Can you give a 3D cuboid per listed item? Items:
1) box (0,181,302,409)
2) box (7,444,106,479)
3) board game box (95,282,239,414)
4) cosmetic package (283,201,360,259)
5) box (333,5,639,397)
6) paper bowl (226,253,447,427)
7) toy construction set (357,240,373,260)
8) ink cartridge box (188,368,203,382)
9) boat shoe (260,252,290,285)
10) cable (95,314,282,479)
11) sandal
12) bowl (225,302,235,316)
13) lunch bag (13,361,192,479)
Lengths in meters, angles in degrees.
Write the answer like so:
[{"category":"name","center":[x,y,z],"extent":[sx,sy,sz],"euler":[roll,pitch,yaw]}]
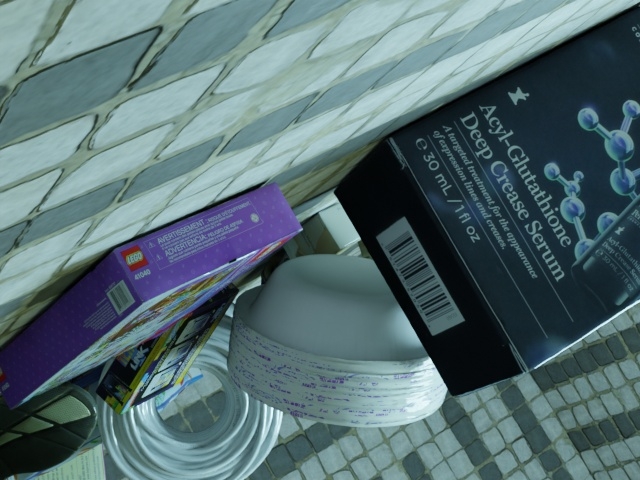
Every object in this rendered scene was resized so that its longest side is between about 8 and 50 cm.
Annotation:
[{"category":"box","center":[-0.174,0.056,1.234],"extent":[0.201,0.057,0.293],"euler":[-25,173,-43]},{"category":"box","center":[-0.485,0.410,2.179],"extent":[0.242,0.117,0.213],"euler":[-5,170,-11]},{"category":"board game box","center":[-0.191,0.125,1.610],"extent":[0.170,0.048,0.141],"euler":[-56,166,25]},{"category":"cosmetic package","center":[0.000,0.000,1.732],"extent":[0.041,0.060,0.115],"euler":[-27,173,-35]},{"category":"box","center":[0.272,-0.046,1.508],"extent":[0.395,0.294,0.212],"euler":[-29,176,-22]},{"category":"paper bowl","center":[0.028,0.112,1.623],"extent":[0.284,0.148,0.284],"euler":[7,-162,-2]},{"category":"toy construction set","center":[0.189,-0.003,2.105],"extent":[0.327,0.151,0.215],"euler":[-28,139,-9]},{"category":"ink cartridge box","center":[-0.335,0.268,2.312],"extent":[0.203,0.086,0.148],"euler":[-32,175,16]},{"category":"boat shoe","center":[-0.043,0.062,1.921],"extent":[0.103,0.092,0.285],"euler":[-37,176,-25]},{"category":"cable","center":[-0.179,0.219,1.767],"extent":[0.257,0.257,0.089],"euler":[-20,-173,-7]},{"category":"sandal","center":[-0.420,0.259,1.694],"extent":[0.302,0.120,0.086],"euler":[-31,-157,25]},{"category":"bowl","center":[-0.190,0.123,1.889],"extent":[0.142,0.053,0.142],"euler":[-31,176,2]},{"category":"lunch bag","center":[-0.348,0.254,1.943],"extent":[0.243,0.115,0.303],"euler":[-30,177,22]}]
